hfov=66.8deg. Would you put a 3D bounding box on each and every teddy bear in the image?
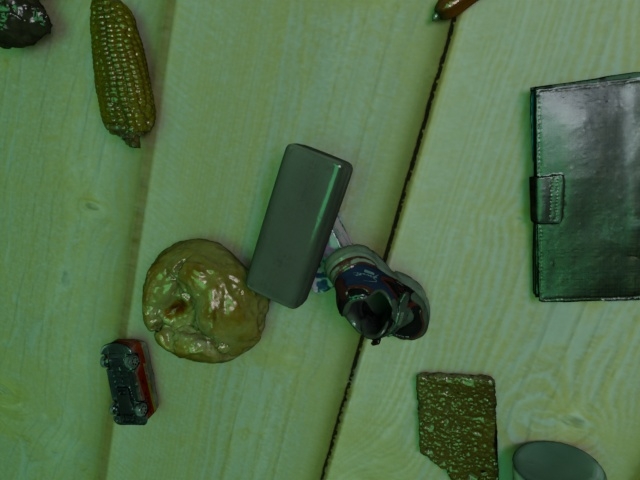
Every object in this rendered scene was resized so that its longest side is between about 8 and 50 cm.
[{"bbox_3d":[-0.561,-0.446,0.869,0.177,0.140,0.190,-12,105,16],"label":"teddy bear"}]

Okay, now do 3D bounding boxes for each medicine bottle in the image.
[{"bbox_3d":[0.369,0.421,0.749,0.135,0.135,0.169,-4,101,18],"label":"medicine bottle"}]

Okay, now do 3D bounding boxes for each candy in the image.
[{"bbox_3d":[0.000,0.000,0.810,0.092,0.073,0.160,-27,92,17],"label":"candy"}]

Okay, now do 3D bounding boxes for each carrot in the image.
[{"bbox_3d":[0.220,-0.360,0.697,0.142,0.035,0.035,-31,90,13],"label":"carrot"}]

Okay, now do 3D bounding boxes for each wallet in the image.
[{"bbox_3d":[0.389,-0.068,0.695,0.169,0.044,0.317,-4,101,14],"label":"wallet"}]

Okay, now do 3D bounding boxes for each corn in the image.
[{"bbox_3d":[-0.348,-0.292,0.850,0.097,0.097,0.262,-7,95,18],"label":"corn"}]

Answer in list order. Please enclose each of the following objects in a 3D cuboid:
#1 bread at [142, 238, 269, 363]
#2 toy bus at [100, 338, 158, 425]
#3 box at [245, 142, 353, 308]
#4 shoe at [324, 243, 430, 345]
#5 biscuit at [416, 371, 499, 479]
[{"bbox_3d":[-0.213,0.115,0.866,0.244,0.134,0.245,4,103,19],"label":"bread"},{"bbox_3d":[-0.380,0.278,0.976,0.079,0.077,0.174,-5,99,18],"label":"toy bus"},{"bbox_3d":[-0.036,-0.020,0.750,0.103,0.055,0.244,24,107,14],"label":"box"},{"bbox_3d":[0.100,0.105,0.739,0.099,0.125,0.227,-41,119,19],"label":"shoe"},{"bbox_3d":[0.234,0.338,0.829,0.131,0.026,0.237,-2,101,19],"label":"biscuit"}]
